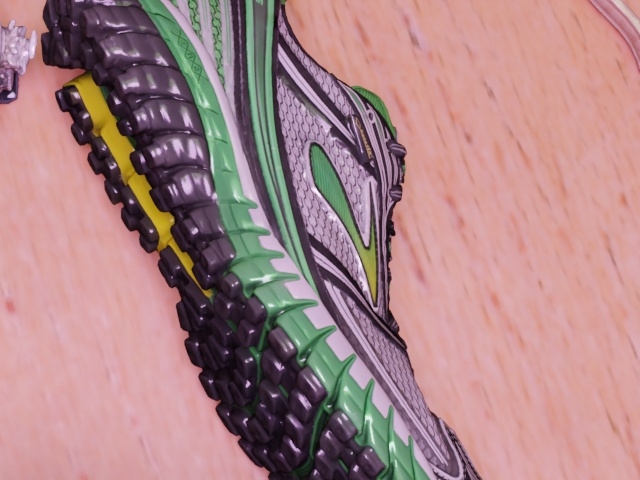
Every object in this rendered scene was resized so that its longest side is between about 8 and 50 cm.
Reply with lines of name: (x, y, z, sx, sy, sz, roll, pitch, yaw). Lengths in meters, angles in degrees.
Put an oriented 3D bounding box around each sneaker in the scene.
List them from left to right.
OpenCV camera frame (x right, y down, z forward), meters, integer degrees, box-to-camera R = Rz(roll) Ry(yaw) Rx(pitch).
sneaker: (0.000, 0.000, 0.786, 0.146, 0.134, 0.344, -25, 84, -24)

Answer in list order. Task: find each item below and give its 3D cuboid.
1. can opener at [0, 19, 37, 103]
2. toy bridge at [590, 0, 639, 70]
can opener: (-0.189, -0.182, 0.834, 0.093, 0.074, 0.280, 4, 74, -7)
toy bridge: (0.164, -0.186, 0.915, 0.063, 0.026, 0.188, -12, 77, -10)
